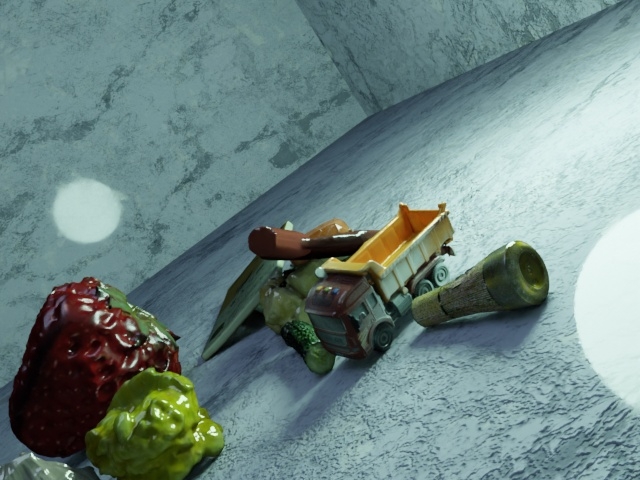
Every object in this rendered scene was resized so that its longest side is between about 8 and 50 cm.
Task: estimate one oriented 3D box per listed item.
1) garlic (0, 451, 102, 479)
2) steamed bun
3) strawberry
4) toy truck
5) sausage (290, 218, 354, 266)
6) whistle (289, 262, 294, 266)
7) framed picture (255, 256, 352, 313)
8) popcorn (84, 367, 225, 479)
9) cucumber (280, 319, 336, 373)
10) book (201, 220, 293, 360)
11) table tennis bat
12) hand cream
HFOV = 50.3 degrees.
[{"bbox_3d":[-0.427,0.411,0.973,0.230,0.178,0.142,-15,32,13],"label":"garlic"},{"bbox_3d":[-0.036,0.096,1.319,0.192,0.106,0.177,-33,14,-6],"label":"steamed bun"},{"bbox_3d":[-0.485,0.276,1.414,0.345,0.317,0.295,-50,45,-3],"label":"strawberry"},{"bbox_3d":[0.098,0.054,1.038,0.270,0.135,0.114,-41,25,-31],"label":"toy truck"},{"bbox_3d":[0.000,-0.001,1.623,0.169,0.065,0.065,-31,12,18],"label":"sausage"},{"bbox_3d":[-0.037,0.025,1.775,0.033,0.033,0.176,-27,14,29],"label":"whistle"},{"bbox_3d":[-0.028,0.080,1.571,0.296,0.019,0.232,-37,13,-16],"label":"framed picture"},{"bbox_3d":[-0.250,0.289,1.022,0.198,0.155,0.197,-23,22,10],"label":"popcorn"},{"bbox_3d":[-0.020,0.169,1.121,0.058,0.058,0.187,-36,13,-9],"label":"cucumber"},{"bbox_3d":[-0.165,0.106,1.623,0.269,0.032,0.389,-49,11,13],"label":"book"},{"bbox_3d":[-0.007,0.011,1.289,0.268,0.051,0.415,-9,-6,26],"label":"table tennis bat"},{"bbox_3d":[0.199,0.072,0.903,0.203,0.084,0.084,-32,10,45],"label":"hand cream"}]
